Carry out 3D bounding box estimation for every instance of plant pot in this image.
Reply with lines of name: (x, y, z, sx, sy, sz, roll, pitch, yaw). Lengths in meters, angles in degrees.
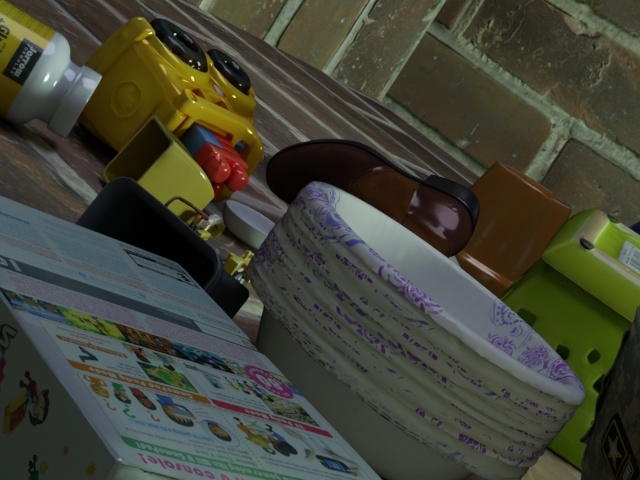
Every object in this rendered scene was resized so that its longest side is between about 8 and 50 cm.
plant pot: (0.304, 0.101, 1.624, 0.227, 0.207, 0.228, 35, 23, 9)
plant pot: (0.258, -0.003, 2.106, 0.205, 0.188, 0.205, 32, 11, -7)
plant pot: (-0.154, -0.059, 1.458, 0.083, 0.081, 0.081, 41, 5, -33)

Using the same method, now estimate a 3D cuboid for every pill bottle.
pill bottle: (-0.315, -0.180, 1.451, 0.184, 0.103, 0.103, 30, 11, -11)

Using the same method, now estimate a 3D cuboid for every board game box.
board game box: (-0.112, 0.093, 0.830, 0.224, 0.097, 0.303, 22, 13, -42)

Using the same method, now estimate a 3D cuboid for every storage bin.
storage bin: (-0.121, 0.018, 1.180, 0.135, 0.098, 0.091, 39, 1, 28)

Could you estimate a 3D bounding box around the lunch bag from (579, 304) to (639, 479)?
lunch bag: (0.349, 0.205, 1.249, 0.287, 0.235, 0.169, 37, 53, 27)

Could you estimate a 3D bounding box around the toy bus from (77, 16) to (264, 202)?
toy bus: (-0.136, -0.114, 1.601, 0.211, 0.149, 0.220, 50, 16, 32)

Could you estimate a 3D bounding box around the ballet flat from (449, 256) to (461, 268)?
ballet flat: (0.116, 0.051, 1.727, 0.096, 0.095, 0.280, 43, 23, -1)

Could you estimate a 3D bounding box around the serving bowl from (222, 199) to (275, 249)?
serving bowl: (-0.074, -0.010, 1.599, 0.083, 0.027, 0.083, 32, 10, -6)

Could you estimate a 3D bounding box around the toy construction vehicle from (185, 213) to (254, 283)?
toy construction vehicle: (-0.094, 0.007, 1.440, 0.086, 0.035, 0.098, 36, 11, 14)

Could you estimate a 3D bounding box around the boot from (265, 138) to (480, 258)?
boot: (0.023, -0.007, 1.597, 0.264, 0.096, 0.280, 22, 28, 11)

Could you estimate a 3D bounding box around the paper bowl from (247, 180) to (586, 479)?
paper bowl: (0.062, 0.091, 1.189, 0.284, 0.148, 0.284, 35, 10, -7)

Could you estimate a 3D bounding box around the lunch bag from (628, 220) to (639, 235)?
lunch bag: (0.499, 0.100, 1.890, 0.328, 0.385, 0.239, 24, 45, -40)
